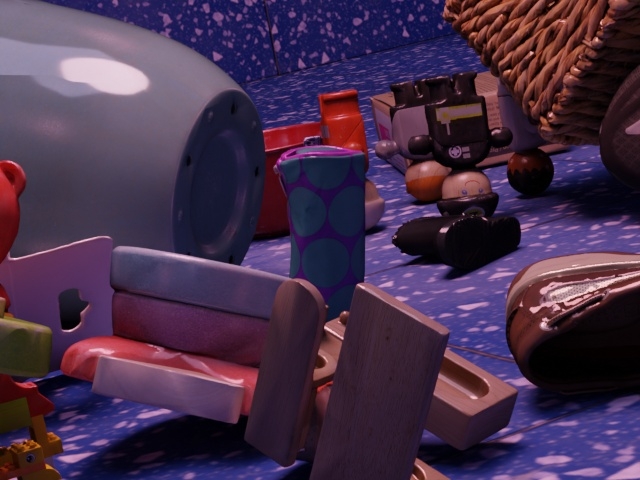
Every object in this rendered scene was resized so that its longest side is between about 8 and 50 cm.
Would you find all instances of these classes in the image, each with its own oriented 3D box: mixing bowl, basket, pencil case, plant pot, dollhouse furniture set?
[{"bbox_3d":[-0.052,-0.060,1.871,0.181,0.098,0.181,-10,10,2],"label":"mixing bowl"},{"bbox_3d":[0.307,-0.225,1.681,0.299,0.213,0.223,4,37,-33],"label":"basket"},{"bbox_3d":[0.000,0.000,1.349,0.070,0.152,0.064,0,15,3],"label":"pencil case"},{"bbox_3d":[-0.189,-0.058,1.547,0.235,0.293,0.293,10,18,22],"label":"plant pot"},{"bbox_3d":[0.042,0.053,0.970,0.144,0.123,0.151,30,31,31],"label":"dollhouse furniture set"}]

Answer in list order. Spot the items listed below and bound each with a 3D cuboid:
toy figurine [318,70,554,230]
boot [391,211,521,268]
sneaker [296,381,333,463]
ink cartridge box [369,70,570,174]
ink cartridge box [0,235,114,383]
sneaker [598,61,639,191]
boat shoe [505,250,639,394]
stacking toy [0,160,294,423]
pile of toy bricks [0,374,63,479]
[{"bbox_3d":[0.120,-0.091,1.772,0.213,0.148,0.209,-6,5,35],"label":"toy figurine"},{"bbox_3d":[0.107,-0.002,1.545,0.099,0.045,0.121,1,8,39],"label":"boot"},{"bbox_3d":[0.030,0.105,1.072,0.065,0.061,0.158,23,28,25],"label":"sneaker"},{"bbox_3d":[0.175,-0.143,2.114,0.193,0.088,0.235,-13,11,-4],"label":"ink cartridge box"},{"bbox_3d":[-0.338,0.038,1.321,0.353,0.119,0.207,-13,-28,-13],"label":"ink cartridge box"},{"bbox_3d":[0.380,-0.093,1.379,0.202,0.185,0.483,-13,9,-33],"label":"sneaker"},{"bbox_3d":[0.240,0.047,1.069,0.257,0.095,0.095,-14,23,15],"label":"boat shoe"},{"bbox_3d":[-0.154,0.020,1.095,0.309,0.130,0.279,12,-3,-2],"label":"stacking toy"},{"bbox_3d":[-0.250,0.129,1.037,0.212,0.105,0.118,-15,11,-23],"label":"pile of toy bricks"}]
